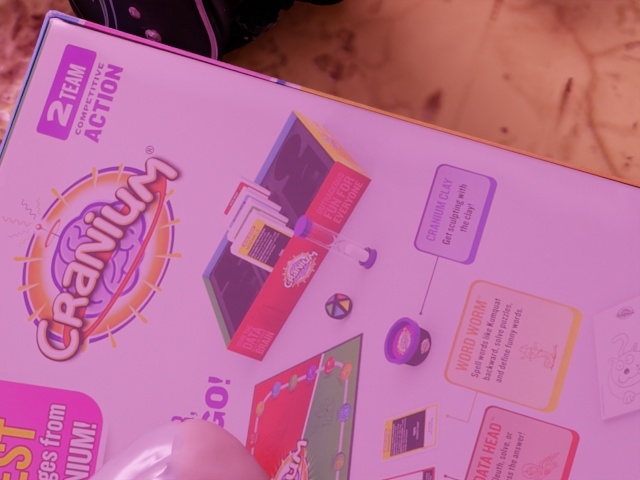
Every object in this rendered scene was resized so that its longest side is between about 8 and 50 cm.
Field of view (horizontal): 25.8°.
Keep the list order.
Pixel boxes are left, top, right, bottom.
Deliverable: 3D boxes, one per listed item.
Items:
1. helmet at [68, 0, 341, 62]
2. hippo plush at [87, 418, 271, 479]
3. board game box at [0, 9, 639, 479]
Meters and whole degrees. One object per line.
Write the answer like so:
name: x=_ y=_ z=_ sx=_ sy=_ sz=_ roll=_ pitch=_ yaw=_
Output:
helmet: x=-0.047 y=-0.169 z=0.634 sx=0.169 sy=0.161 sz=0.169 roll=8 pitch=45 yaw=-8
hippo plush: x=-0.133 y=0.194 z=0.463 sx=0.236 sy=0.234 sz=0.294 roll=3 pitch=78 yaw=38
board game box: x=0.002 y=0.065 z=0.570 sx=0.316 sy=0.064 sz=0.242 roll=18 pitch=82 yaw=7
